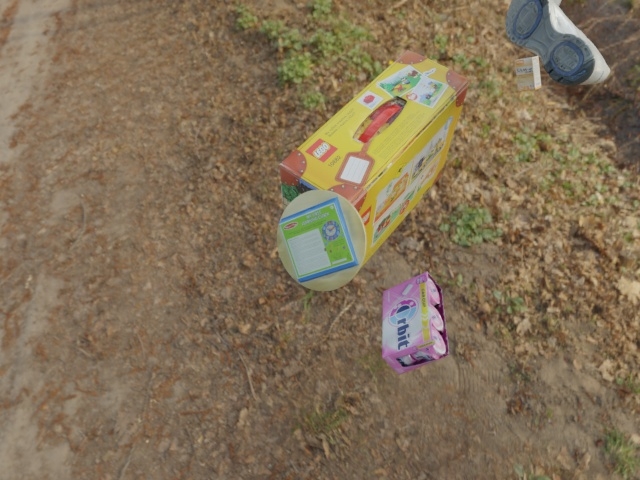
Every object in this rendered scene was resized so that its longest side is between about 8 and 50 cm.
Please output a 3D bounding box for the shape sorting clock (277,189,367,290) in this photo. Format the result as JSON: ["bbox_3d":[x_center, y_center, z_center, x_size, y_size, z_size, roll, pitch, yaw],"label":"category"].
[{"bbox_3d":[0.000,0.000,1.067,0.206,0.206,0.040,12,14,27],"label":"shape sorting clock"}]

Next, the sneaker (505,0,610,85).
[{"bbox_3d":[0.511,-0.436,1.152,0.130,0.111,0.296,2,56,-37],"label":"sneaker"}]

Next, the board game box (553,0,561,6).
[{"bbox_3d":[0.563,-0.721,1.269,0.064,0.242,0.316,26,100,33],"label":"board game box"}]

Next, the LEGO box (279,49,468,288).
[{"bbox_3d":[0.136,-0.176,1.352,0.193,0.372,0.500,34,62,20],"label":"LEGO box"}]

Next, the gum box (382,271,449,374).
[{"bbox_3d":[0.181,0.161,1.023,0.107,0.062,0.188,-28,30,26],"label":"gum box"}]

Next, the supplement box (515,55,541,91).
[{"bbox_3d":[0.650,-0.521,1.651,0.036,0.098,0.062,-25,21,-31],"label":"supplement box"}]
